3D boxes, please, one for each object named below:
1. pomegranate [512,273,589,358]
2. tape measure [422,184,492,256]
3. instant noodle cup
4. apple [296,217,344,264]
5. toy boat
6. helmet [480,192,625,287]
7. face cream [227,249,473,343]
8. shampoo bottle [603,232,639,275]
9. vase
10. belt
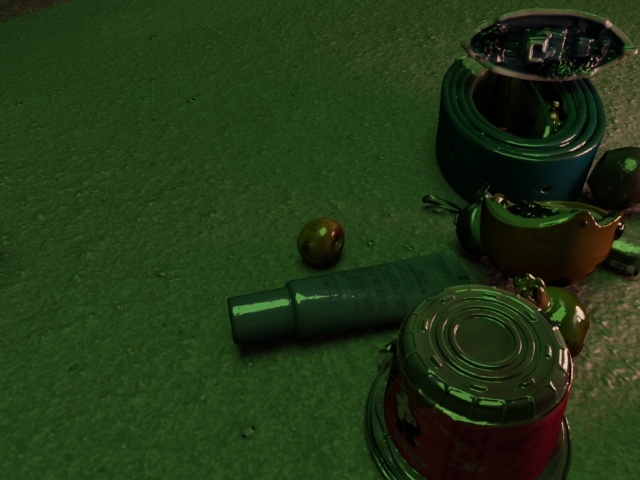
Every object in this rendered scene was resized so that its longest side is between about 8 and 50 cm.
[{"bbox_3d":[0.304,0.102,0.732,0.114,0.142,0.115,-22,36,17],"label":"pomegranate"},{"bbox_3d":[0.252,-0.025,0.956,0.107,0.104,0.179,-50,27,-22],"label":"tape measure"},{"bbox_3d":[0.182,0.170,0.630,0.258,0.182,0.302,-31,48,-29],"label":"instant noodle cup"},{"bbox_3d":[0.000,0.000,0.917,0.071,0.084,0.084,14,44,31],"label":"apple"},{"bbox_3d":[0.419,-0.361,0.994,0.309,0.129,0.142,6,31,9],"label":"toy boat"},{"bbox_3d":[0.337,0.001,0.807,0.198,0.130,0.224,18,15,39],"label":"helmet"},{"bbox_3d":[0.054,0.089,0.813,0.385,0.086,0.136,-9,44,-13],"label":"face cream"},{"bbox_3d":[0.436,-0.005,0.904,0.207,0.057,0.063,25,56,32],"label":"shampoo bottle"},{"bbox_3d":[0.584,-0.091,0.959,0.182,0.120,0.120,30,50,11],"label":"vase"},{"bbox_3d":[0.390,-0.240,1.086,0.300,0.173,0.437,2,42,5],"label":"belt"}]
